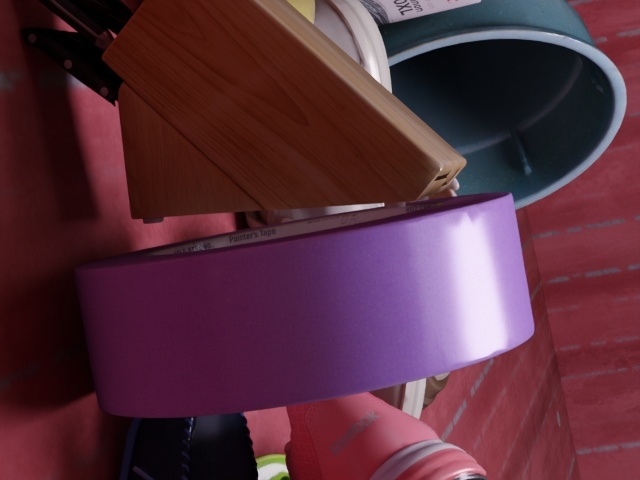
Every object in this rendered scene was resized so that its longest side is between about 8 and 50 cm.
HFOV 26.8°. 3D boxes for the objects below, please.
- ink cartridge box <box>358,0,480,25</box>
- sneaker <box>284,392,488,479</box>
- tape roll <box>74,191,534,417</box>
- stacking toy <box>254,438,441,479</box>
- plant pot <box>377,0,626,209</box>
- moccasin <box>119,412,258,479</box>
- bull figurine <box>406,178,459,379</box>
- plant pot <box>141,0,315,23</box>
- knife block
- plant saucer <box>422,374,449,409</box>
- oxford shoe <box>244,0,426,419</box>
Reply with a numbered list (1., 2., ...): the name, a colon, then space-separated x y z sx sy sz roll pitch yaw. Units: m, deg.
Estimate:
1. ink cartridge box: 0.012 -0.268 1.213 0.172 0.237 0.100 42 40 -64
2. sneaker: 0.042 0.166 0.931 0.136 0.116 0.314 46 -14 20
3. tape roll: -0.010 0.035 0.838 0.275 0.275 0.090 -23 104 -73
4. stacking toy: -0.044 0.153 1.078 0.279 0.130 0.309 -24 100 -45
5. plant pot: 0.119 -0.242 1.464 0.341 0.341 0.334 53 22 -56
6. moccasin: -0.045 0.255 0.858 0.138 0.117 0.342 10 68 -54
7. bull figurine: 0.086 0.020 1.349 0.188 0.101 0.310 40 -28 45
8. plant pot: -0.085 -0.179 1.065 0.095 0.134 0.134 16 62 -45
9. knife block: -0.056 -0.137 0.859 0.088 0.275 0.242 -22 108 -72
10. plant saucer: 0.118 0.077 1.705 0.278 0.041 0.278 -10 90 -74
11. oxford shoe: 0.000 0.000 1.229 0.130 0.169 0.449 -22 115 -29
